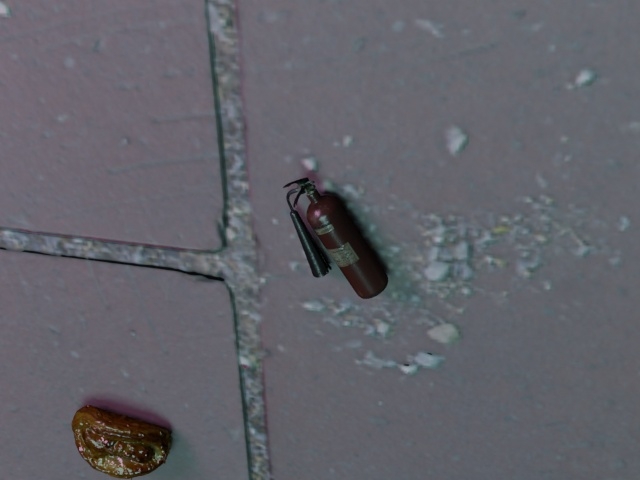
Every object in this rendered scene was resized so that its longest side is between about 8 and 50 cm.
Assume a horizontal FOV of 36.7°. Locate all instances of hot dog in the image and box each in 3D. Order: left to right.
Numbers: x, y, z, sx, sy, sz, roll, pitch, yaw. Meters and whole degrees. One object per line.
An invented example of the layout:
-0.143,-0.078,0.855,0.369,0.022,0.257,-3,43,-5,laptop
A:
-0.164,0.163,0.785,0.083,0.035,0.058,14,122,6,hot dog

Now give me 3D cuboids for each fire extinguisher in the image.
0.003,-0.004,0.633,0.046,0.032,0.100,3,133,56,fire extinguisher
